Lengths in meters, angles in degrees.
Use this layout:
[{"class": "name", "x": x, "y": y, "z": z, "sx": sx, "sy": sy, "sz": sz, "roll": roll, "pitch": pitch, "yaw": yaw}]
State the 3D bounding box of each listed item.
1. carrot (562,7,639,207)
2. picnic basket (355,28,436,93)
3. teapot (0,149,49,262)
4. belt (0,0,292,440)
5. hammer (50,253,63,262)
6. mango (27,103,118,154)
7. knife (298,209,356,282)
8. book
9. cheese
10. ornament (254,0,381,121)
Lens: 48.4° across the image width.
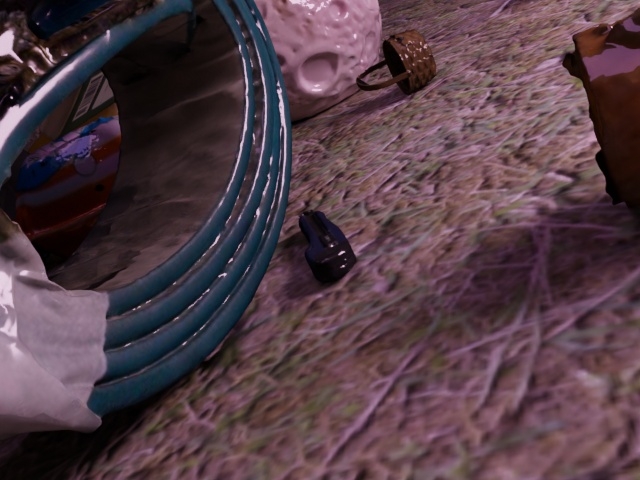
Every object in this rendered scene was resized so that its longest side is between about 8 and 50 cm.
[{"class": "carrot", "x": 0.250, "y": -0.083, "z": 0.315, "sx": 0.263, "sy": 0.101, "sz": 0.102, "roll": -12, "pitch": 24, "yaw": 21}, {"class": "picnic basket", "x": 0.079, "y": -0.189, "z": 0.784, "sx": 0.083, "sy": 0.072, "sz": 0.072, "roll": -27, "pitch": 20, "yaw": -2}, {"class": "teapot", "x": -0.418, "y": -0.032, "z": 0.886, "sx": 0.184, "sy": 0.183, "sz": 0.251, "roll": -33, "pitch": 11, "yaw": -16}, {"class": "belt", "x": -0.168, "y": -0.060, "z": 0.446, "sx": 0.173, "sy": 0.300, "sz": 0.436, "roll": -16, "pitch": 26, "yaw": 32}, {"class": "hammer", "x": -0.295, "y": -0.002, "z": 0.868, "sx": 0.036, "sy": 0.019, "sz": 0.110, "roll": -25, "pitch": 15, "yaw": 5}, {"class": "mango", "x": -0.294, "y": -0.134, "z": 1.002, "sx": 0.332, "sy": 0.142, "sz": 0.195, "roll": -29, "pitch": 37, "yaw": 18}, {"class": "knife", "x": 0.000, "y": 0.000, "z": 0.498, "sx": 0.031, "sy": 0.018, "sz": 0.121, "roll": -26, "pitch": 19, "yaw": -2}, {"class": "book", "x": -0.192, "y": -0.231, "z": 0.758, "sx": 0.202, "sy": 0.027, "sz": 0.264, "roll": -56, "pitch": 6, "yaw": 30}, {"class": "cheese", "x": -0.193, "y": -0.080, "z": 0.765, "sx": 0.329, "sy": 0.129, "sz": 0.217, "roll": -39, "pitch": 25, "yaw": -29}, {"class": "ornament", "x": -0.048, "y": -0.282, "z": 0.935, "sx": 0.260, "sy": 0.225, "sz": 0.259, "roll": -24, "pitch": 20, "yaw": 9}]
